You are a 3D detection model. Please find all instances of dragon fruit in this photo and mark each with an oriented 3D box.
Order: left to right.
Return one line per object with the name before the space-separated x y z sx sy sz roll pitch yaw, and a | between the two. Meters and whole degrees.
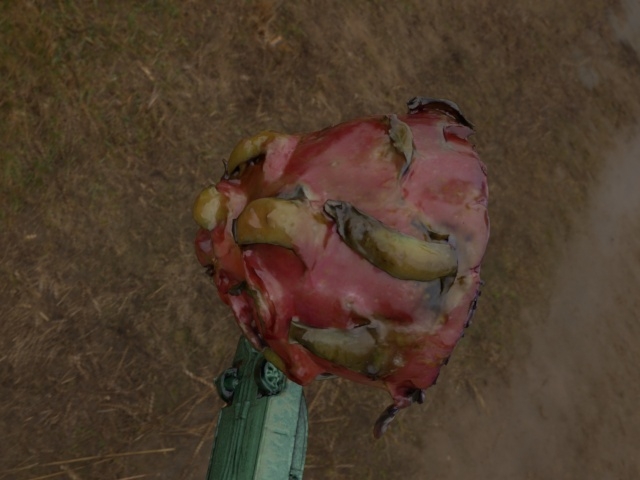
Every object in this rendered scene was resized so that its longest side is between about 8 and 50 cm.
dragon fruit | 0.000 0.000 0.719 0.263 0.296 0.314 13 48 -11

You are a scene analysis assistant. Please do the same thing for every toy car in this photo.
toy car | -0.078 0.257 0.894 0.097 0.141 0.321 24 60 -28
